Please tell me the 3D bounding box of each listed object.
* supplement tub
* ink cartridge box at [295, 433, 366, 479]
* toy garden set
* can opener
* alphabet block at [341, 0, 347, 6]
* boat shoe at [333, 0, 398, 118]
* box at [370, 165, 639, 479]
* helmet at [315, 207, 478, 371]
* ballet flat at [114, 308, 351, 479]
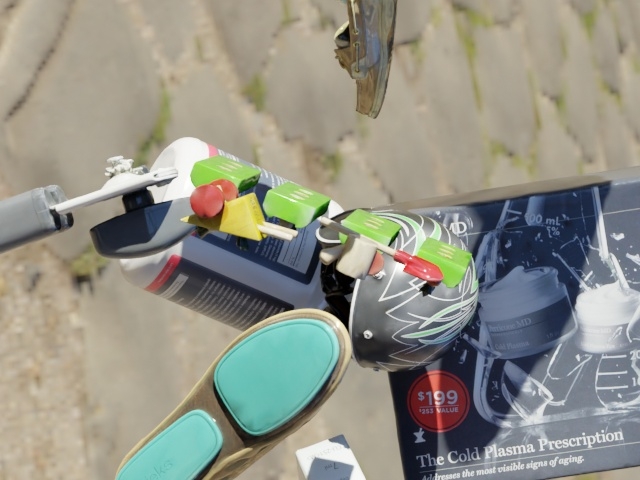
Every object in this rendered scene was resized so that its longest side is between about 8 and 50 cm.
[{"bbox_3d":[-0.086,0.010,2.114,0.272,0.191,0.191,24,50,-18],"label":"supplement tub"},{"bbox_3d":[0.047,0.370,1.785,0.275,0.060,0.239,85,-18,-47],"label":"ink cartridge box"},{"bbox_3d":[0.000,0.000,1.481,0.204,0.244,0.049,-40,151,-80],"label":"toy garden set"},{"bbox_3d":[-0.251,-0.008,1.605,0.074,0.280,0.093,-16,91,-80],"label":"can opener"},{"bbox_3d":[0.023,-0.341,1.684,0.192,0.193,0.197,37,5,-7],"label":"alphabet block"},{"bbox_3d":[0.032,-0.150,1.319,0.050,0.045,0.135,-80,176,-48],"label":"boat shoe"},{"bbox_3d":[0.239,0.096,1.964,0.179,0.343,0.312,-54,134,-83],"label":"box"},{"bbox_3d":[0.075,0.051,1.749,0.169,0.161,0.169,-18,122,-32],"label":"helmet"},{"bbox_3d":[-0.056,0.122,1.265,0.073,0.232,0.080,0,55,-60],"label":"ballet flat"}]
